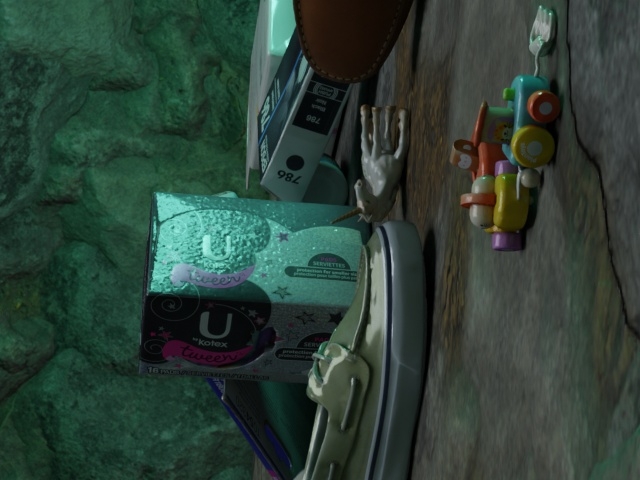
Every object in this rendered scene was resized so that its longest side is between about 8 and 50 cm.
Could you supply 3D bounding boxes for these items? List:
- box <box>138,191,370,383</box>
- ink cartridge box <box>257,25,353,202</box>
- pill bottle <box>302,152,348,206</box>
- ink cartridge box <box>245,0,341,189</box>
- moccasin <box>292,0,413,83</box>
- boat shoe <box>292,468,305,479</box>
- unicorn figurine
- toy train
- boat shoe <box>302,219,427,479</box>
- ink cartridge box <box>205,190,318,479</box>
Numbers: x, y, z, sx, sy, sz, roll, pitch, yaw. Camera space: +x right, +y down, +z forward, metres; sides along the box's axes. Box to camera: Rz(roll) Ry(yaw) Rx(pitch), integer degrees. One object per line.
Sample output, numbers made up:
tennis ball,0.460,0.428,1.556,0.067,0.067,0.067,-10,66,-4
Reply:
box,-0.072,0.055,1.761,0.142,0.247,0.163,100,171,-45
ink cartridge box,-0.014,-0.177,1.888,0.165,0.065,0.332,-96,25,-56
pill bottle,-0.008,-0.075,2.073,0.137,0.078,0.078,-112,26,-77
ink cartridge box,-0.032,-0.232,2.212,0.353,0.119,0.207,105,167,-60
moccasin,0.050,-0.307,1.422,0.147,0.139,0.380,-79,6,-56
boat shoe,-0.014,0.330,1.860,0.081,0.079,0.227,-100,11,-50
unicorn figurine,0.057,-0.076,1.557,0.162,0.060,0.111,-28,-58,-77
toy train,0.109,-0.066,1.006,0.166,0.046,0.125,101,170,-56
boat shoe,0.035,0.129,1.394,0.109,0.094,0.302,-104,18,-73
ink cartridge box,-0.078,0.163,1.972,0.330,0.071,0.324,-88,-22,-44
